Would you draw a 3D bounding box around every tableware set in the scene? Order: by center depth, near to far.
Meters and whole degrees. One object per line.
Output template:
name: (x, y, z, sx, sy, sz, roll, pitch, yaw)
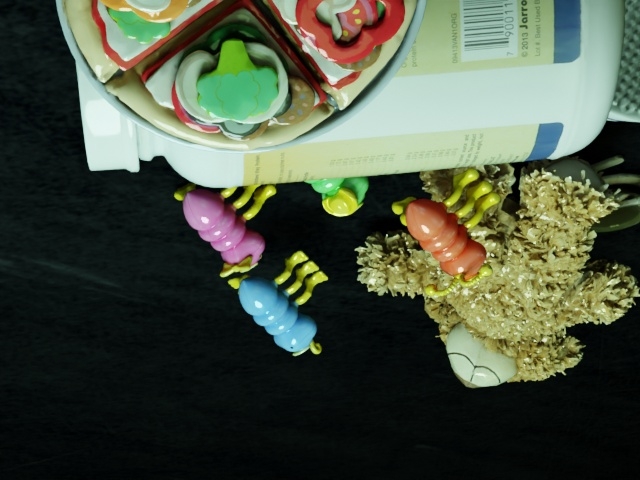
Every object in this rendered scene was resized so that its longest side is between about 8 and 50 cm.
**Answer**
tableware set: (0.220, -0.009, 1.718, 0.194, 0.039, 0.128, -21, 152, 26)

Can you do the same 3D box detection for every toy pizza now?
toy pizza: (-0.040, -0.135, 0.991, 0.201, 0.032, 0.201, -3, 117, -6)

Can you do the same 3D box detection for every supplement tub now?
supplement tub: (0.007, -0.151, 1.137, 0.316, 0.228, 0.228, -5, 155, -6)

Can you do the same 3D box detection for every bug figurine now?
bug figurine: (0.000, 0.000, 1.551, 0.279, 0.072, 0.216, -26, 123, 36)

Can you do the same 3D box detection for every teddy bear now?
teddy bear: (0.160, 0.031, 1.654, 0.245, 0.113, 0.338, 14, 147, -11)

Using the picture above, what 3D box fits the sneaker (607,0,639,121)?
sneaker: (0.150, -0.136, 1.396, 0.282, 0.102, 0.161, -3, -178, -34)
